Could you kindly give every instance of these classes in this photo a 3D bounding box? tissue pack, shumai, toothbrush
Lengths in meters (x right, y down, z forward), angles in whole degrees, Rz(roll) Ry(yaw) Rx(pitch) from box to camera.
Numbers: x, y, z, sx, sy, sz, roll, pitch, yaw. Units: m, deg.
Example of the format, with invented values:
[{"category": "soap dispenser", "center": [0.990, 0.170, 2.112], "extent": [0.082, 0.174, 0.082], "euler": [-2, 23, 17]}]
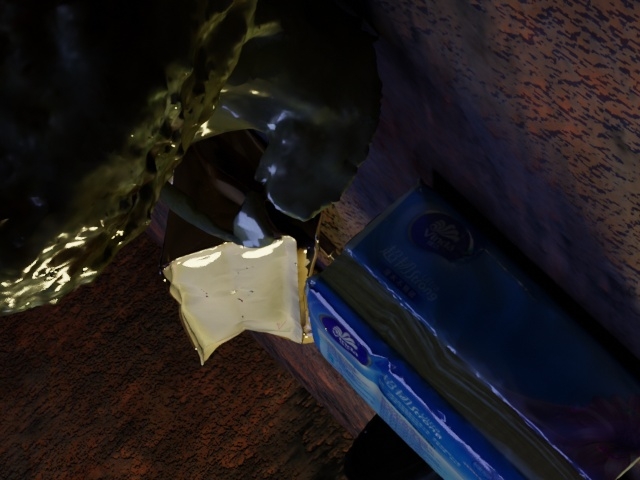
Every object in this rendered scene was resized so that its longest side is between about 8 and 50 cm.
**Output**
[{"category": "tissue pack", "center": [0.127, 0.108, 1.030], "extent": [0.263, 0.146, 0.198], "euler": [45, 169, 15]}, {"category": "shumai", "center": [-0.163, -0.133, 0.831], "extent": [0.395, 0.395, 0.348], "euler": [42, -169, 25]}, {"category": "toothbrush", "center": [0.000, 0.000, 1.556], "extent": [0.194, 0.014, 0.017], "euler": [45, 167, 10]}]

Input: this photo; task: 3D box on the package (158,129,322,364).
[{"category": "package", "center": [-0.074, 0.006, 1.524], "extent": [0.165, 0.221, 0.311], "euler": [5, 155, 4]}]

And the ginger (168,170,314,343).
[{"category": "ginger", "center": [-0.104, 0.042, 1.878], "extent": [0.348, 0.122, 0.363], "euler": [53, 163, 14]}]

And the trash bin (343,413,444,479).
[{"category": "trash bin", "center": [0.190, 0.276, 1.302], "extent": [0.301, 0.203, 0.252], "euler": [49, -156, -14]}]
